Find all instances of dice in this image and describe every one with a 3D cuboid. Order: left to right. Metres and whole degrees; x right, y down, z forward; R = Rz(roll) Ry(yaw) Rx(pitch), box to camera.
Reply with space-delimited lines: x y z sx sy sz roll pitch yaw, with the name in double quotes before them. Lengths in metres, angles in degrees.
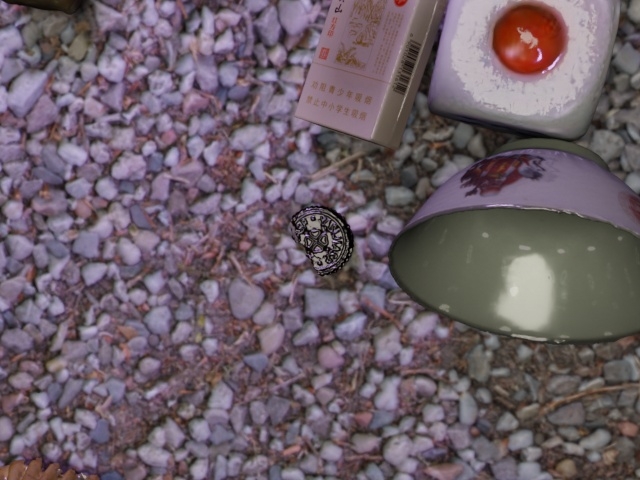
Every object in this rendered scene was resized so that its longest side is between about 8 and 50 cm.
"dice" 0.236 -0.223 1.274 0.194 0.192 0.193 12 95 7

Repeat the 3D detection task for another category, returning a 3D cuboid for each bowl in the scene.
"bowl" 0.254 -0.017 1.263 0.337 0.337 0.157 10 64 5

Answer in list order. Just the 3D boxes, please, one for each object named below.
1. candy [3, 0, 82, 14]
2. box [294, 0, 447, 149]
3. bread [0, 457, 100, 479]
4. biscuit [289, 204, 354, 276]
"candy" -0.339 -0.406 1.367 0.104 0.102 0.234 9 95 6
"box" 0.061 -0.224 1.326 0.141 0.058 0.201 21 97 41
"bread" -0.379 0.418 1.399 0.274 0.149 0.274 0 87 5
"biscuit" 0.000 0.000 1.394 0.087 0.027 0.089 11 95 4
